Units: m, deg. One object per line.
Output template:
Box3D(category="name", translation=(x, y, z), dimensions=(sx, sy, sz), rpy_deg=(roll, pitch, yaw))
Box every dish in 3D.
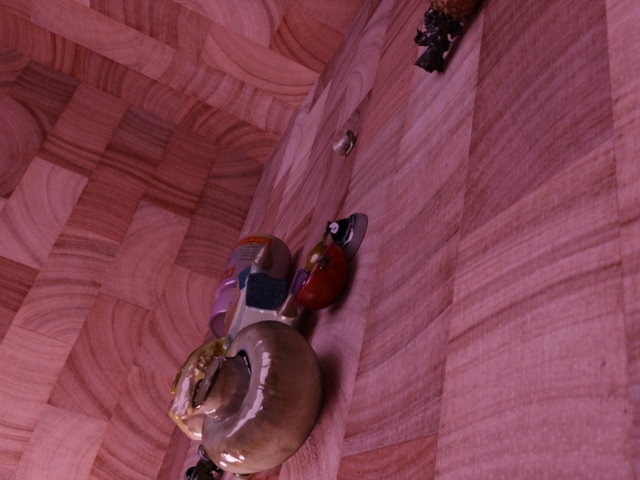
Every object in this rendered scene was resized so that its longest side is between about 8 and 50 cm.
Box3D(category="dish", translation=(0.058, -0.021, 1.574), dimensions=(0.141, 0.078, 0.141), rpy_deg=(-58, 17, 30))

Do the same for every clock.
Box3D(category="clock", translation=(-0.050, 0.148, 1.759), dimensions=(0.110, 0.050, 0.153), rpy_deg=(-66, 14, 1))

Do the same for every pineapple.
Box3D(category="pineapple", translation=(0.298, -0.529, 1.419), dimensions=(0.128, 0.128, 0.247), rpy_deg=(-100, 31, -65))

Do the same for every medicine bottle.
Box3D(category="medicine bottle", translation=(-0.238, 0.169, 2.030), dimensions=(0.219, 0.219, 0.388), rpy_deg=(-54, 15, 41))

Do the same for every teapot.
Box3D(category="teapot", translation=(0.087, -0.334, 2.019), dimensions=(0.083, 0.057, 0.067), rpy_deg=(-52, 58, 37))

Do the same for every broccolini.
Box3D(category="broccolini", translation=(0.000, 0.000, 1.843), dimensions=(0.030, 0.035, 0.139), rpy_deg=(-23, 44, 65))

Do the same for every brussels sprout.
Box3D(category="brussels sprout", translation=(-0.313, 0.436, 1.773), dimensions=(0.344, 0.268, 0.344), rpy_deg=(-50, -16, -20))

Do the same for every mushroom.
Box3D(category="mushroom", translation=(-0.147, 0.350, 1.345), dimensions=(0.352, 0.261, 0.352), rpy_deg=(-49, 25, 32))

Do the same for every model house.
Box3D(category="model house", translation=(-0.148, 0.167, 1.674), dimensions=(0.267, 0.194, 0.324), rpy_deg=(-118, 41, -69))

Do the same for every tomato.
Box3D(category="tomato", translation=(0.013, 0.107, 1.503), dimensions=(0.189, 0.099, 0.173), rpy_deg=(-56, -3, -36))

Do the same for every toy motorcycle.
Box3D(category="toy motorcycle", translation=(-0.372, 0.769, 1.846), dimensions=(0.205, 0.127, 0.275), rpy_deg=(-59, 9, 26))

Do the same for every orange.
Box3D(category="orange", translation=(0.003, 0.060, 1.630), dimensions=(0.095, 0.085, 0.085), rpy_deg=(-61, 14, 2))

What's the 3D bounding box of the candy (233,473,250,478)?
Box3D(category="candy", translation=(-0.189, 0.566, 1.564), dimensions=(0.061, 0.061, 0.202), rpy_deg=(-86, 17, -53))
